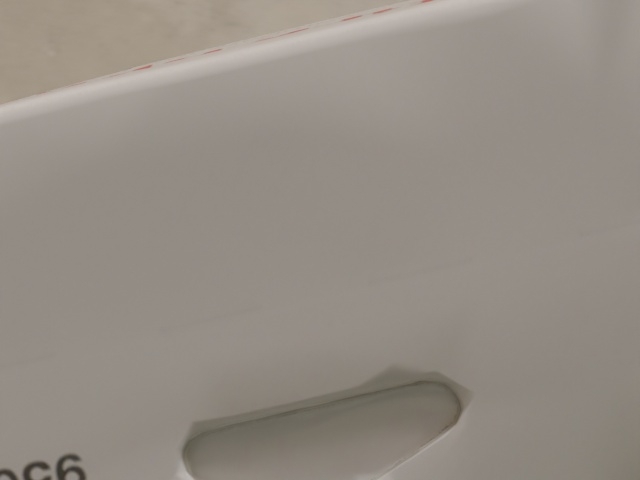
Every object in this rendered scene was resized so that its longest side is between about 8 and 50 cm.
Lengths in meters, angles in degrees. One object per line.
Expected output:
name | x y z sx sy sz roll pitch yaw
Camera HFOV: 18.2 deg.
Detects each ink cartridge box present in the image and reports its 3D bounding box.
ink cartridge box | 0.000 0.000 0.783 0.285 0.395 0.166 -14 -84 3
